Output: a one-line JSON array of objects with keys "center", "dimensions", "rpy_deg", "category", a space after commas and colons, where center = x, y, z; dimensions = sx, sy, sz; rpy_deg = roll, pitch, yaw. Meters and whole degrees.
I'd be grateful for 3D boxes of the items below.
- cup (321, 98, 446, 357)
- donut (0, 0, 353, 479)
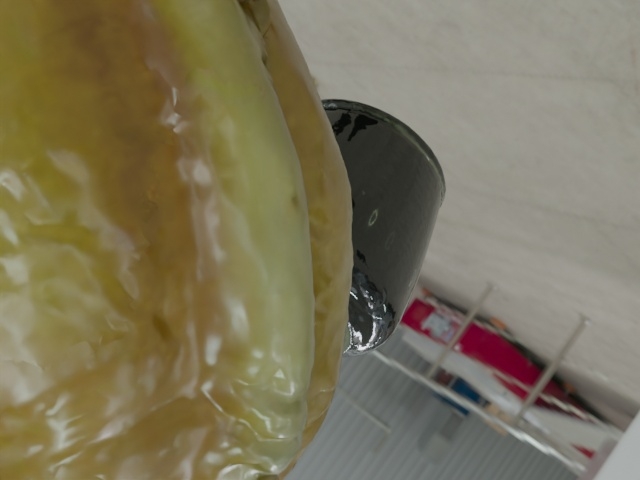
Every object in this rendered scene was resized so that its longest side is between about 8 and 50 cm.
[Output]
[{"center": [0.000, 0.000, 0.850], "dimensions": [0.169, 0.176, 0.223], "rpy_deg": [27, 151, 1], "category": "cup"}, {"center": [-0.174, -0.027, 0.471], "dimensions": [0.449, 0.198, 0.448], "rpy_deg": [20, 120, 39], "category": "donut"}]
